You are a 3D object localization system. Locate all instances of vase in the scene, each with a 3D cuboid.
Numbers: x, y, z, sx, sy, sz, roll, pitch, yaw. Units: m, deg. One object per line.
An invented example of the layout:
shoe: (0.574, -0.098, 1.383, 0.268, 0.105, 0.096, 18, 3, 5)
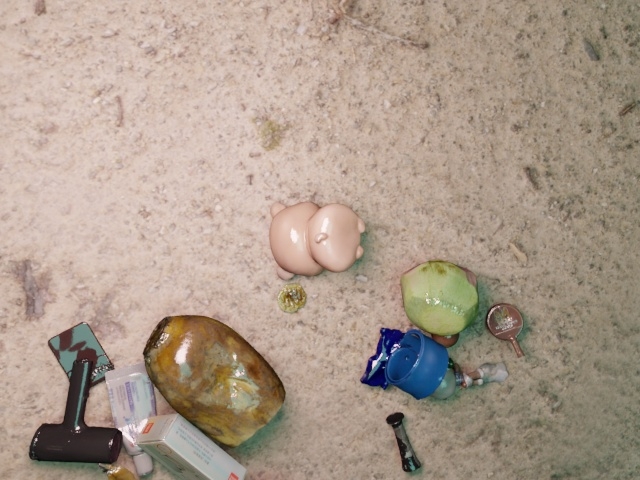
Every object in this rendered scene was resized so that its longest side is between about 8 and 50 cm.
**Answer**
vase: (0.242, 0.589, 1.629, 0.059, 0.059, 0.167, -21, 99, -14)

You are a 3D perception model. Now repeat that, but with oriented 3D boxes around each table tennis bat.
table tennis bat: (0.585, 0.279, 1.735, 0.107, 0.119, 0.170, -25, 77, 12)

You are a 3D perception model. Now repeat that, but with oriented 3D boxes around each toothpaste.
toothpaste: (-0.466, 0.456, 1.416, 0.099, 0.068, 0.283, -14, 97, -59)

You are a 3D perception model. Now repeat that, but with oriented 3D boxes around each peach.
peach: (0.364, 0.272, 1.632, 0.083, 0.083, 0.083, -1, 94, -16)

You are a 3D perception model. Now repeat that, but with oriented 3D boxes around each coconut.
coconut: (0.334, 0.150, 1.554, 0.236, 0.236, 0.205, -31, 125, -12)

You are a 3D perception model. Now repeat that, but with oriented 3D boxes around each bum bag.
bum bag: (-0.594, 0.291, 1.386, 0.109, 0.026, 0.159, -29, 101, -12)

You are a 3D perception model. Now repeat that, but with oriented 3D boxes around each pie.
pie: (-0.080, 0.158, 1.528, 0.084, 0.020, 0.084, -1, 93, -17)

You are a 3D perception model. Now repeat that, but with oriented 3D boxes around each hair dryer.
hair dryer: (-0.581, 0.410, 1.342, 0.197, 0.089, 0.251, 5, 90, 1)

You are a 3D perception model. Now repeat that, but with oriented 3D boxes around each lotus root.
lotus root: (-0.276, 0.326, 1.370, 0.346, 0.250, 0.250, 44, 81, -21)

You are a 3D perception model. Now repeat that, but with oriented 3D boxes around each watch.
watch: (0.245, 0.344, 1.543, 0.171, 0.200, 0.196, 23, 84, -19)

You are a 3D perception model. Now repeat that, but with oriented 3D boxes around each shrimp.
shrimp: (-0.526, 0.672, 1.377, 0.185, 0.068, 0.287, 23, 107, -42)

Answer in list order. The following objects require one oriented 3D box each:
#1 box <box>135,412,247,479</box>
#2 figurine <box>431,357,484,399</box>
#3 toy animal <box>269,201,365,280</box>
box: (-0.319, 0.543, 1.397, 0.269, 0.135, 0.079, 50, 43, -24)
figurine: (0.383, 0.410, 1.645, 0.197, 0.093, 0.147, -10, 118, -23)
toy animal: (-0.010, 0.000, 1.433, 0.229, 0.221, 0.210, -1, 90, -17)
